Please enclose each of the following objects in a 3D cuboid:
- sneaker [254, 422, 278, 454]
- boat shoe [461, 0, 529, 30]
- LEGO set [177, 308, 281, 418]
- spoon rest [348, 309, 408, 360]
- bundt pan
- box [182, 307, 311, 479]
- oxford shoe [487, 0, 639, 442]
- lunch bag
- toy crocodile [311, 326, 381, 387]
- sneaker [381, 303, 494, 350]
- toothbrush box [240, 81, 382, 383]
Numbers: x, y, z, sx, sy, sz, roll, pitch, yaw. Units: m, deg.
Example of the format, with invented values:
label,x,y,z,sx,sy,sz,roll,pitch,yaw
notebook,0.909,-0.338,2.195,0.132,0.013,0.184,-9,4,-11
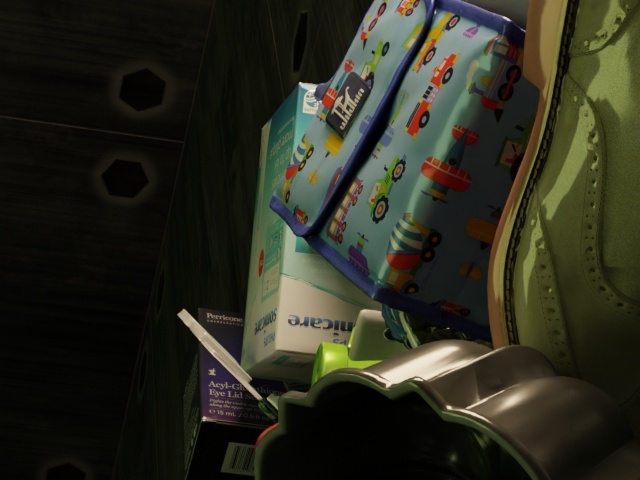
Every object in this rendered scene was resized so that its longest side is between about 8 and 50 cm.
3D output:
label,x,y,z,sx,sy,sz,roll,pitch,yaw
sneaker,0.019,0.272,1.871,0.221,0.087,0.128,54,-174,-37
boat shoe,0.193,-0.250,1.529,0.112,0.095,0.335,41,135,33
LEGO set,-0.039,0.165,2.090,0.060,0.244,0.182,-45,18,-3
spoon rest,0.109,0.157,1.698,0.276,0.084,0.137,-120,36,-50
bundt pan,0.115,0.201,1.187,0.331,0.124,0.331,30,134,36
box,-0.084,0.193,2.376,0.207,0.153,0.108,-98,20,-51
oxford shoe,0.198,-0.010,1.194,0.146,0.140,0.397,14,107,57
lunch bag,0.076,-0.080,1.521,0.293,0.138,0.221,36,103,58
toy crocodile,0.051,0.191,1.819,0.340,0.115,0.105,-95,14,-54
sneaker,0.116,0.045,1.645,0.330,0.129,0.147,-100,4,-54
toothbrush box,0.000,0.000,2.165,0.216,0.126,0.296,143,133,-74
